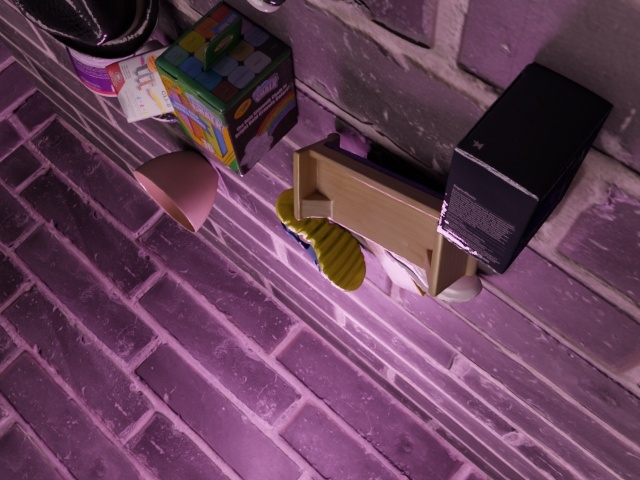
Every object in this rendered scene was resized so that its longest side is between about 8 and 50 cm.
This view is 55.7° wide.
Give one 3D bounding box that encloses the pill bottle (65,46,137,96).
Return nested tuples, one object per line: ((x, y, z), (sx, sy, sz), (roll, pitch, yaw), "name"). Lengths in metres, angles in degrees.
((-0.522, -0.489, 1.452), (0.181, 0.181, 0.323), (43, 164, 0), "pill bottle")

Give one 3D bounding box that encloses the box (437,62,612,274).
((0.236, -0.078, 0.736), (0.108, 0.153, 0.207), (37, 164, 20), "box")

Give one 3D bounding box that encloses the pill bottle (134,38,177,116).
((-0.334, -0.368, 1.426), (0.215, 0.117, 0.117), (44, 164, -1), "pill bottle")

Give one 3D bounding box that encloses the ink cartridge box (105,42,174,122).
((-0.331, -0.343, 1.289), (0.176, 0.127, 0.128), (-8, 113, 26), "ink cartridge box")

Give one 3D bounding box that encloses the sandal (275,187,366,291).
((0.000, 0.000, 1.587), (0.317, 0.126, 0.138), (53, 167, -4), "sandal")

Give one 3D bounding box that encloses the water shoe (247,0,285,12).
((-0.113, -0.429, 0.870), (0.203, 0.073, 0.080), (47, 137, -11), "water shoe")

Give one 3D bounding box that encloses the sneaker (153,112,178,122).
((-0.474, -0.413, 1.725), (0.283, 0.110, 0.122), (38, -179, 26), "sneaker")

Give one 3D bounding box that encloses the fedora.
((-0.486, -0.485, 1.166), (0.333, 0.153, 0.334), (5, 128, 6), "fedora")

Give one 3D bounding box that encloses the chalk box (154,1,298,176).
((-0.169, -0.292, 1.118), (0.179, 0.180, 0.289), (38, 162, 17), "chalk box")

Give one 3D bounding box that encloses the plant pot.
((-0.456, -0.192, 2.034), (0.284, 0.191, 0.284), (39, 164, 13), "plant pot")

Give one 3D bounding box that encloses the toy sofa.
((0.128, -0.068, 1.092), (0.362, 0.177, 0.150), (31, 135, 37), "toy sofa")

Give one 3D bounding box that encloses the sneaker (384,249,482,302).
((0.218, 0.037, 1.211), (0.235, 0.090, 0.095), (32, 151, 29), "sneaker")

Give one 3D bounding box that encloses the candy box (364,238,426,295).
((0.173, 0.046, 1.433), (0.105, 0.027, 0.206), (25, 156, 53), "candy box")
